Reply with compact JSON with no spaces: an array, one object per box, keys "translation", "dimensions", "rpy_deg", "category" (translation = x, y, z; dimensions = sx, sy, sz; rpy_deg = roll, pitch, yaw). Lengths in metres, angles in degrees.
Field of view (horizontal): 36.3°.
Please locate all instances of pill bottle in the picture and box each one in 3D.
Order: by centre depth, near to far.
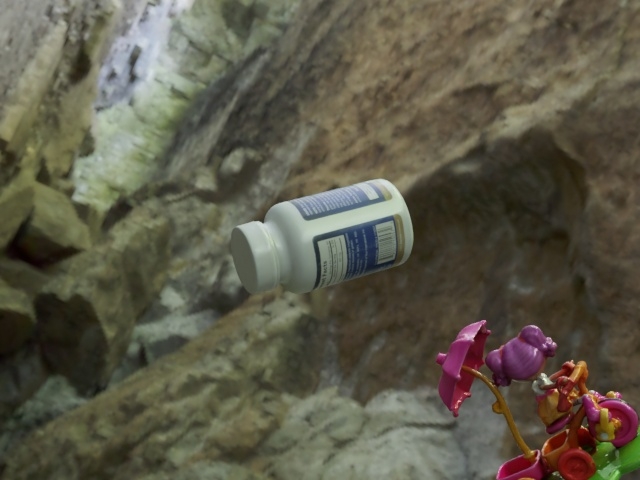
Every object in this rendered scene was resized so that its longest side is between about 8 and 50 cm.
[{"translation":[0.000,0.000,0.699],"dimensions":[0.067,0.120,0.067],"rpy_deg":[47,-35,49],"category":"pill bottle"}]

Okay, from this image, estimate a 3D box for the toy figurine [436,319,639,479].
[{"translation":[0.173,0.133,0.804],"dimensions":[0.173,0.159,0.130],"rpy_deg":[-37,179,23],"category":"toy figurine"}]
